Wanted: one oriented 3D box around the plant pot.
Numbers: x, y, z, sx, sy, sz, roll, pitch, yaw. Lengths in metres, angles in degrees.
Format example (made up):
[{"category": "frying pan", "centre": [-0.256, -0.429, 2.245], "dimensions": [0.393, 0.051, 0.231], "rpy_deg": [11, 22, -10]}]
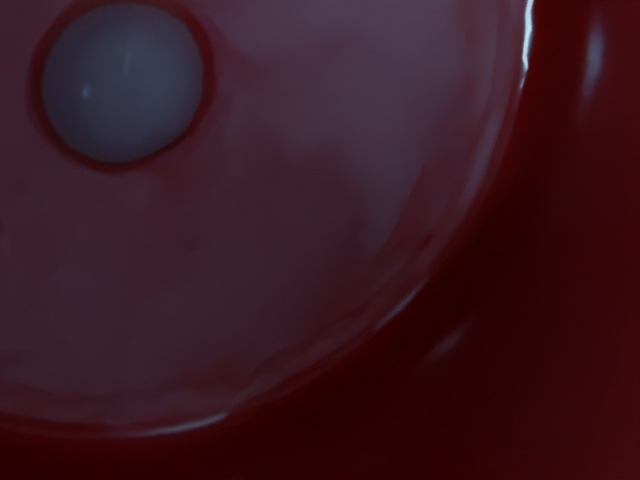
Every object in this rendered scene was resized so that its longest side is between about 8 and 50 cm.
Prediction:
[{"category": "plant pot", "centre": [0.000, 0.000, 0.268], "dimensions": [0.275, 0.275, 0.243], "rpy_deg": [-8, -156, -20]}]
